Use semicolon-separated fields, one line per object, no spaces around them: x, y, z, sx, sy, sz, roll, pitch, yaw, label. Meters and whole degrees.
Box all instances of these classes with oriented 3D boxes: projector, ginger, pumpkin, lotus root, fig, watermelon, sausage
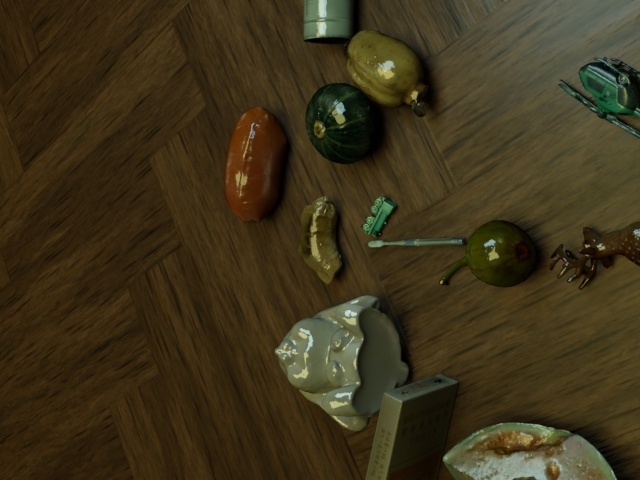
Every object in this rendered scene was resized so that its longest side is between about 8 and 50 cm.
0.017;-0.574;1.710;0.108;0.108;0.337;5;97;38;projector
0.001;0.000;1.793;0.095;0.069;0.190;2;96;43;ginger
0.044;-0.237;1.703;0.167;0.125;0.167;33;128;58;pumpkin
0.136;-0.325;1.633;0.118;0.125;0.221;-43;66;-14;lotus root
0.298;0.040;1.560;0.236;0.124;0.124;-31;73;60;fig
0.404;0.440;1.485;0.322;0.188;0.175;29;66;40;watermelon
-0.148;-0.167;1.862;0.133;0.133;0.258;19;105;36;sausage

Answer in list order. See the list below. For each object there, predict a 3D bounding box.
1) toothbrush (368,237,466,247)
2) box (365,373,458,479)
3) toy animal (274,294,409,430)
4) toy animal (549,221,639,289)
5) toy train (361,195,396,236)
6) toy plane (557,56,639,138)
0.190;0.005;1.678;0.220;0.019;0.016;-2;94;38;toothbrush
0.160;0.449;1.619;0.051;0.205;0.365;20;105;36;box
0.028;0.248;1.727;0.265;0.206;0.271;-7;74;47;toy animal
0.528;0.024;1.371;0.243;0.087;0.260;48;117;27;toy animal
0.119;-0.048;1.724;0.045;0.029;0.092;33;118;15;toy train
0.500;-0.230;1.390;0.235;0.060;0.096;45;127;30;toy plane
